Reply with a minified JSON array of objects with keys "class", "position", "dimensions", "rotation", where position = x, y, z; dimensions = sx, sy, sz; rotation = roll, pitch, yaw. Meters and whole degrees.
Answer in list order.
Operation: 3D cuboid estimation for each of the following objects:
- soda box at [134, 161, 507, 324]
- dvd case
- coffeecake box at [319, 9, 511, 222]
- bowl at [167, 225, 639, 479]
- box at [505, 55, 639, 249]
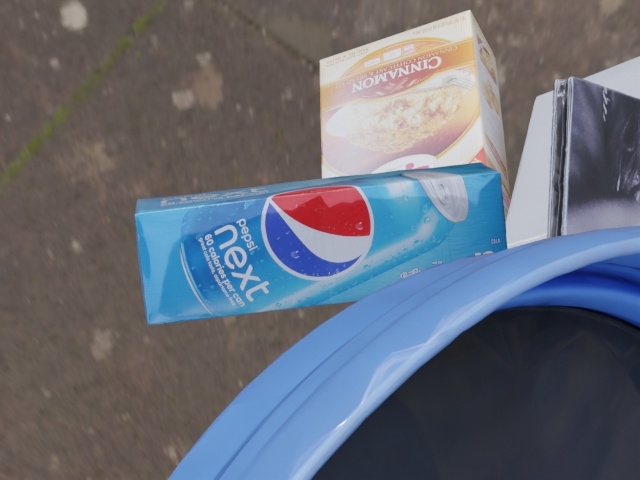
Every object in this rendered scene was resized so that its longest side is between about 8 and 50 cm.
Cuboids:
[{"class":"soda box","position":[0.000,0.000,1.031],"dimensions":[0.210,0.071,0.067],"rotation":[-7,98,-4]},{"class":"dvd case","position":[0.179,0.032,0.990],"dimensions":[0.018,0.164,0.221],"rotation":[-3,81,43]},{"class":"coffeecake box","position":[0.077,-0.085,1.477],"dimensions":[0.142,0.068,0.185],"rotation":[-16,49,18]},{"class":"bowl","position":[0.076,0.187,0.598],"dimensions":[0.391,0.077,0.391],"rotation":[-6,100,-37]},{"class":"box","position":[0.340,0.016,1.407],"dimensions":[0.345,0.215,0.168],"rotation":[42,48,-30]}]
